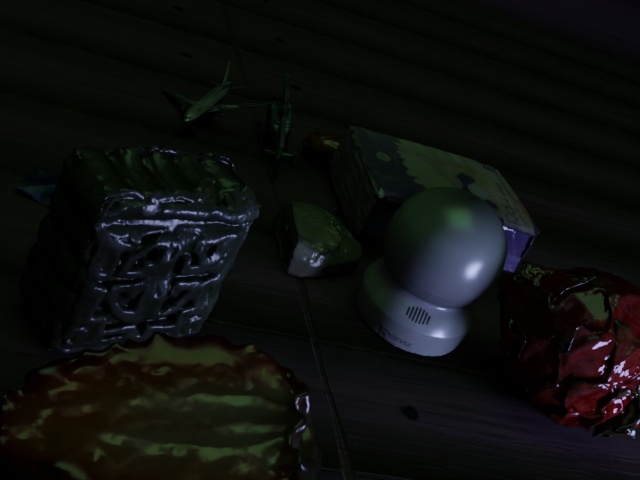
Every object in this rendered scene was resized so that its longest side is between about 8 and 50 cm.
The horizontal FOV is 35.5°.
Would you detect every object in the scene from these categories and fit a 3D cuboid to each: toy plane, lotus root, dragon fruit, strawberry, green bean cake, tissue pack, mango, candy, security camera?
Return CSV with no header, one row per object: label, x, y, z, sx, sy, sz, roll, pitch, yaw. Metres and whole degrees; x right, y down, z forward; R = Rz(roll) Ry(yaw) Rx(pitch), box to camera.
toy plane,-0.205,-0.258,1.857,0.226,0.058,0.226,9,38,13
toy plane,-0.075,-0.205,1.862,0.060,0.096,0.235,13,49,-16
lotus root,0.001,-0.004,1.611,0.144,0.070,0.143,9,34,-29
dragon fruit,0.389,0.151,1.487,0.299,0.244,0.244,46,31,1
strawberry,-0.167,0.228,1.045,0.336,0.149,0.265,6,40,-14
green bean cake,-0.221,0.008,1.235,0.241,0.255,0.132,2,39,-43
tissue pack,0.206,-0.074,1.830,0.344,0.125,0.242,12,32,-23
mango,0.027,-0.172,1.916,0.127,0.063,0.077,23,21,-7
candy,-0.374,-0.072,1.465,0.136,0.038,0.088,20,25,10
security camera,0.177,0.033,1.521,0.194,0.236,0.194,17,31,-11
